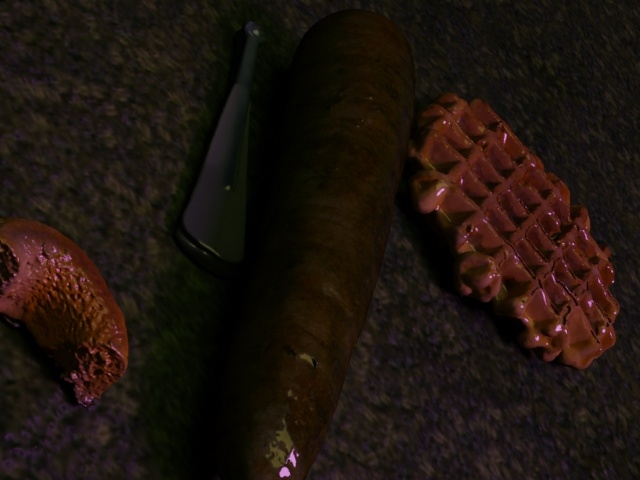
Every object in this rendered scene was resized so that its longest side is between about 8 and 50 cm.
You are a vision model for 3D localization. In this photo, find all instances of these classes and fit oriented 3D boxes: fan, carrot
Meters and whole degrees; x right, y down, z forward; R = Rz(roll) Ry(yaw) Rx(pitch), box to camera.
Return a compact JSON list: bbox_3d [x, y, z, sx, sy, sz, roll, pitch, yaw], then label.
[{"bbox_3d":[-0.047,-0.056,0.860,0.038,0.016,0.193,35,36,-24],"label":"fan"},{"bbox_3d":[0.000,0.000,0.816,0.074,0.074,0.358,40,35,-22],"label":"carrot"}]

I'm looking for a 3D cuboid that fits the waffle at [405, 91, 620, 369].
[{"bbox_3d":[0.119,-0.007,1.012,0.191,0.038,0.191,34,37,-30],"label":"waffle"}]

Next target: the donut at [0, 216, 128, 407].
[{"bbox_3d":[-0.112,0.026,0.672,0.067,0.038,0.083,-2,59,-57],"label":"donut"}]
